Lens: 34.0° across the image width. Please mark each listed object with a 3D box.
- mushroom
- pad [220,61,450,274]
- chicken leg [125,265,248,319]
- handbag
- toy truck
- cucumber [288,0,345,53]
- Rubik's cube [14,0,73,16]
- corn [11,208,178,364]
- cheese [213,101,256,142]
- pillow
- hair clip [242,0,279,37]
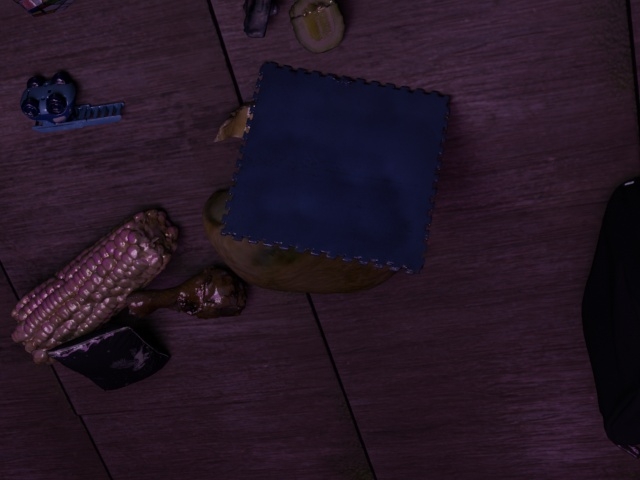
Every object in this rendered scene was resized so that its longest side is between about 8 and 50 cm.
[{"bbox_3d":[-0.002,0.009,1.474,0.292,0.212,0.217,-22,113,15],"label":"mushroom"},{"bbox_3d":[0.024,-0.099,1.366,0.269,0.269,0.012,12,158,4],"label":"pad"},{"bbox_3d":[-0.202,0.084,1.597,0.197,0.069,0.085,-3,150,-27],"label":"chicken leg"},{"bbox_3d":[0.464,0.102,1.384,0.177,0.302,0.275,3,127,1],"label":"handbag"},{"bbox_3d":[-0.353,-0.194,1.479,0.136,0.063,0.074,-5,143,13],"label":"toy truck"},{"bbox_3d":[-0.005,-0.280,1.348,0.067,0.035,0.107,-23,159,0],"label":"cucumber"},{"bbox_3d":[-0.362,-0.344,1.354,0.111,0.111,0.093,-16,93,21],"label":"Rubik's cube"},{"bbox_3d":[-0.349,0.074,1.630,0.335,0.127,0.126,-34,112,25],"label":"corn"},{"bbox_3d":[-0.107,-0.160,1.464,0.084,0.041,0.060,0,133,-7],"label":"cheese"},{"bbox_3d":[-0.328,0.187,1.671,0.141,0.055,0.208,-19,156,6],"label":"pillow"},{"bbox_3d":[-0.076,-0.325,1.295,0.146,0.056,0.187,4,154,-2],"label":"hair clip"}]
